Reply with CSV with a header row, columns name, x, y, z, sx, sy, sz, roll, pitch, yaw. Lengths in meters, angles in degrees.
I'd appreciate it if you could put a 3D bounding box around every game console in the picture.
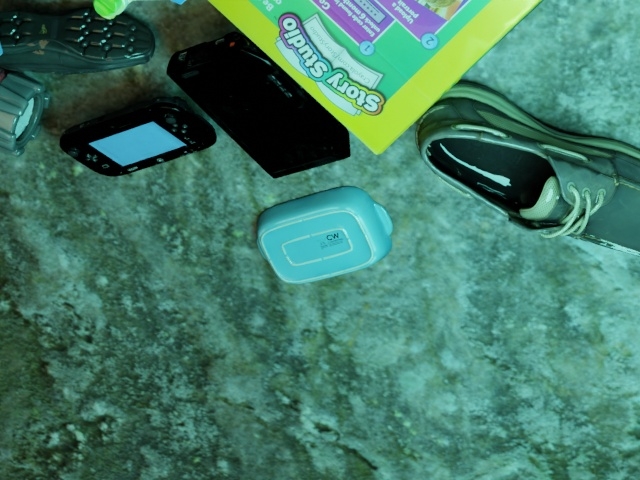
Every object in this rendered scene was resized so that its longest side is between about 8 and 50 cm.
name,x,y,z,sx,sy,sz,roll,pitch,yaw
game console,-0.153,-0.134,1.907,0.361,0.044,0.213,-14,138,35

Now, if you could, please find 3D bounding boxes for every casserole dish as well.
name,x,y,z,sx,sy,sz,roll,pitch,yaw
casserole dish,0.000,0.000,1.978,0.188,0.037,0.114,-15,116,25

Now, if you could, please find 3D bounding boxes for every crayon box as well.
name,x,y,z,sx,sy,sz,roll,pitch,yaw
crayon box,0.041,-0.324,1.708,0.363,0.106,0.313,43,122,-8

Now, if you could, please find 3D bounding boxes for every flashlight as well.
name,x,y,z,sx,sy,sz,roll,pitch,yaw
flashlight,-0.496,-0.208,1.982,0.304,0.103,0.103,22,170,8

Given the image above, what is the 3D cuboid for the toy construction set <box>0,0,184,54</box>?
name,x,y,z,sx,sy,sz,roll,pitch,yaw
toy construction set,-0.323,-0.301,1.817,0.328,0.151,0.215,-28,109,9

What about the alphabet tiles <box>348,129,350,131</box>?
name,x,y,z,sx,sy,sz,roll,pitch,yaw
alphabet tiles,0.024,-0.244,1.833,0.198,0.009,0.237,25,126,3

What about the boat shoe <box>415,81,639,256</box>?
name,x,y,z,sx,sy,sz,roll,pitch,yaw
boat shoe,0.265,-0.053,1.796,0.355,0.130,0.132,22,126,4

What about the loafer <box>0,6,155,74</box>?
name,x,y,z,sx,sy,sz,roll,pitch,yaw
loafer,-0.308,-0.239,1.917,0.223,0.076,0.078,3,161,7
